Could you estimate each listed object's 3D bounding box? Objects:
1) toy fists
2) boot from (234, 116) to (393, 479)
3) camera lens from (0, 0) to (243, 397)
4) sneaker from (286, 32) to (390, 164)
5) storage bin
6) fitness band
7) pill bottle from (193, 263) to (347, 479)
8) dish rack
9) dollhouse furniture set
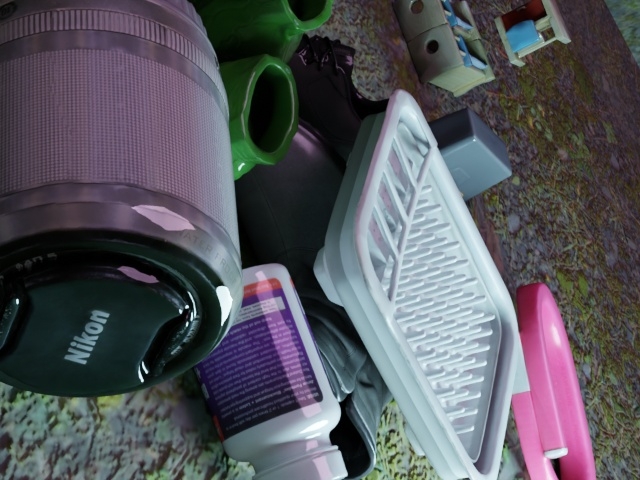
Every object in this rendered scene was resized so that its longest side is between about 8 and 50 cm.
[{"bbox_3d":[-0.077,-0.162,1.687,0.096,0.142,0.279,43,50,-40],"label":"toy fists"},{"bbox_3d":[-0.015,0.043,1.718,0.338,0.118,0.223,56,25,-14],"label":"boot"},{"bbox_3d":[-0.172,-0.041,1.321,0.219,0.219,0.274,41,32,-44],"label":"camera lens"},{"bbox_3d":[-0.037,-0.173,1.839,0.286,0.130,0.109,36,33,-25],"label":"sneaker"},{"bbox_3d":[0.182,-0.105,2.329,0.135,0.091,0.098,38,35,-46],"label":"storage bin"},{"bbox_3d":[0.284,0.195,2.233,0.209,0.054,0.291,22,56,-67],"label":"fitness band"},{"bbox_3d":[-0.047,0.127,1.568,0.108,0.108,0.193,2,65,-65],"label":"pill bottle"},{"bbox_3d":[0.093,0.052,1.748,0.333,0.072,0.285,61,27,-29],"label":"dish rack"},{"bbox_3d":[0.222,-0.303,2.495,0.129,0.183,0.129,11,57,-63],"label":"dollhouse furniture set"}]
